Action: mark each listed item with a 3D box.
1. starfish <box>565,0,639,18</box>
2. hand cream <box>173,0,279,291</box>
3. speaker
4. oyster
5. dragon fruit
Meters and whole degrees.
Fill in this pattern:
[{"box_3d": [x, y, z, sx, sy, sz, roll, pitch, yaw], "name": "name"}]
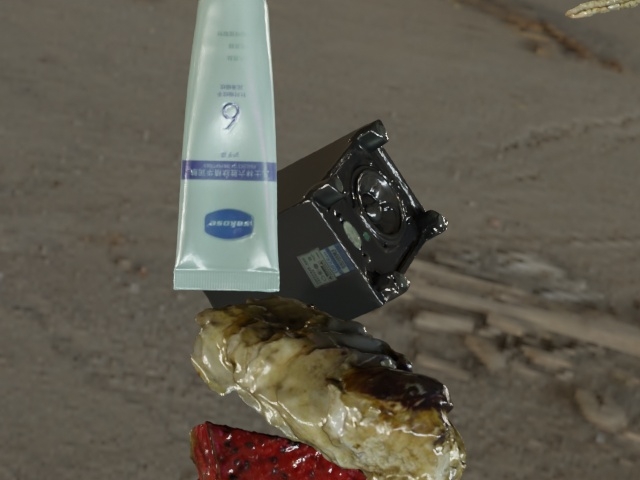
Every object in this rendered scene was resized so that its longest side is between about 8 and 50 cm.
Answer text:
[{"box_3d": [0.427, -0.288, 1.583, 0.295, 0.048, 0.231, -20, -10, 24], "name": "starfish"}, {"box_3d": [-0.094, -0.108, 1.473, 0.109, 0.321, 0.067, 1, -1, -4], "name": "hand cream"}, {"box_3d": [0.000, 0.000, 1.848, 0.254, 0.184, 0.232, -26, 16, 32], "name": "speaker"}, {"box_3d": [0.020, 0.110, 1.063, 0.161, 0.107, 0.233, -15, 51, -44], "name": "oyster"}, {"box_3d": [-0.037, 0.339, 1.737, 0.316, 0.152, 0.205, 13, -22, -18], "name": "dragon fruit"}]
